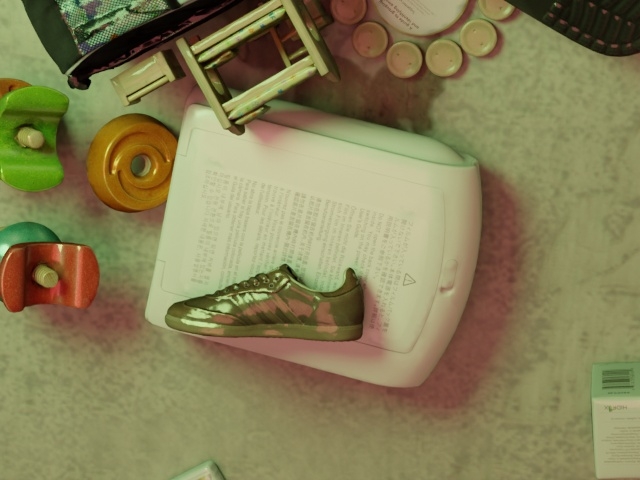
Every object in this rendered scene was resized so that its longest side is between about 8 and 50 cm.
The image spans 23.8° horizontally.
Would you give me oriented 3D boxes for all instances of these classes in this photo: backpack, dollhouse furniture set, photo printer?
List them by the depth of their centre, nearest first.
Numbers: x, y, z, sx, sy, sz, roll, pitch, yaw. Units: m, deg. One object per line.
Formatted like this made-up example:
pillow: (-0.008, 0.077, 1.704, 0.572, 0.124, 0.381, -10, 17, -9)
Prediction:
backpack: (-0.139, -0.275, 1.383, 0.254, 0.225, 0.191, -19, 106, 11)
dollhouse furniture set: (-0.075, -0.155, 1.429, 0.182, 0.161, 0.101, -28, 94, 13)
photo printer: (0.000, 0.000, 1.490, 0.308, 0.107, 0.256, 14, 108, 6)

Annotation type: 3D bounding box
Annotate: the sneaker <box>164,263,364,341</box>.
sneaker: (-0.052, 0.056, 1.434, 0.188, 0.066, 0.071, 2, 90, 4)

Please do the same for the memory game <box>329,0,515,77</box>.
memory game: (0.097, -0.246, 1.456, 0.186, 0.012, 0.186, 3, 105, 9)

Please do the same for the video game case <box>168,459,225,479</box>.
video game case: (-0.161, 0.374, 1.662, 0.227, 0.026, 0.206, -28, 98, 16)

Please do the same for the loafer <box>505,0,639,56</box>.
loafer: (0.163, -0.304, 1.378, 0.366, 0.130, 0.134, 35, 134, -6)

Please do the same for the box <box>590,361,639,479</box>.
box: (0.316, 0.175, 1.482, 0.102, 0.101, 0.087, -2, 105, 11)

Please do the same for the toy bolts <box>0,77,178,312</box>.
toy bolts: (-0.272, -0.044, 1.542, 0.218, 0.158, 0.228, 5, 98, -32)
